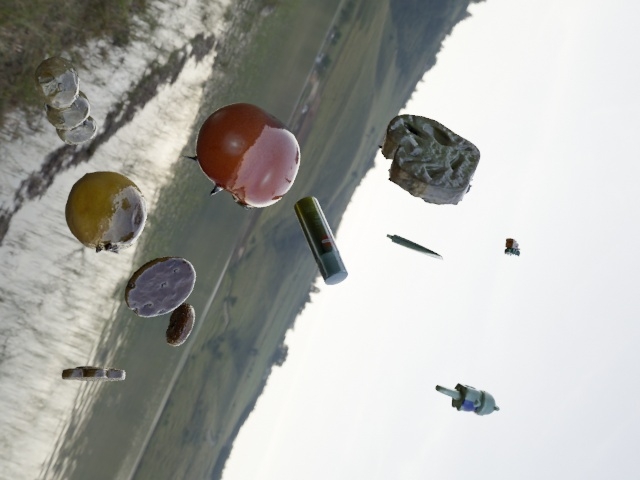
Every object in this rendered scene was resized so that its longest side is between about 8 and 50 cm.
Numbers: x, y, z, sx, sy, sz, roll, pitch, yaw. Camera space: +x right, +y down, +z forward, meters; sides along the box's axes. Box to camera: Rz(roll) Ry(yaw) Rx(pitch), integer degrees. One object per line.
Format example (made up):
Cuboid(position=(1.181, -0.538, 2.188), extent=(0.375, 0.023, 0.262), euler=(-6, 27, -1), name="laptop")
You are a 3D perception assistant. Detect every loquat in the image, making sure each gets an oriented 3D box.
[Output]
Cuboid(position=(-0.600, -0.083, 1.590), extent=(0.193, 0.238, 0.239), euler=(65, 48, -85), name="loquat")

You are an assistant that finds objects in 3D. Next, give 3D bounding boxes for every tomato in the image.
Cuboid(position=(-0.173, -0.203, 1.349), extent=(0.225, 0.255, 0.256), euler=(-51, -169, 13), name="tomato")

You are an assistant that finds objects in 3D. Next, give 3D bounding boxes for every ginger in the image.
Cuboid(position=(-0.479, -0.256, 1.070), extent=(0.204, 0.080, 0.105), euler=(101, -22, -58), name="ginger")

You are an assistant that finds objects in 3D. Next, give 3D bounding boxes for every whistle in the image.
Cuboid(position=(0.500, 0.538, 1.911), extent=(0.110, 0.244, 0.092), euler=(-170, -82, -77), name="whistle")

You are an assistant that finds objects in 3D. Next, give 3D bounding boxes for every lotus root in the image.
Cuboid(position=(0.398, -0.292, 2.006), extent=(0.111, 0.374, 0.391), euler=(112, -36, -48), name="lotus root")

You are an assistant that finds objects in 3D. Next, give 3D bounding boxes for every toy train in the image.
Cuboid(position=(0.728, 0.027, 2.133), extent=(0.044, 0.103, 0.064), euler=(3, -95, 38), name="toy train")

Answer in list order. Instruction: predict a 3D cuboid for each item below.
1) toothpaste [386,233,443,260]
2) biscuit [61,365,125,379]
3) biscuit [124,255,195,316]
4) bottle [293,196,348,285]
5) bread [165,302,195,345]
Cuboid(position=(0.292, 0.019, 1.756), extent=(0.029, 0.197, 0.048), euler=(-62, 155, -9), name="toothpaste")
Cuboid(position=(-0.666, 0.396, 1.668), extent=(0.236, 0.179, 0.039), euler=(99, -11, -71), name="biscuit")
Cuboid(position=(-0.453, 0.134, 1.610), extent=(0.036, 0.212, 0.212), euler=(43, -64, 38), name="biscuit")
Cuboid(position=(0.000, 0.000, 1.716), extent=(0.082, 0.082, 0.286), euler=(-58, -134, 47), name="bottle")
Cuboid(position=(-0.589, 0.347, 2.342), extent=(0.193, 0.063, 0.193), euler=(-33, -137, 37), name="bread")
